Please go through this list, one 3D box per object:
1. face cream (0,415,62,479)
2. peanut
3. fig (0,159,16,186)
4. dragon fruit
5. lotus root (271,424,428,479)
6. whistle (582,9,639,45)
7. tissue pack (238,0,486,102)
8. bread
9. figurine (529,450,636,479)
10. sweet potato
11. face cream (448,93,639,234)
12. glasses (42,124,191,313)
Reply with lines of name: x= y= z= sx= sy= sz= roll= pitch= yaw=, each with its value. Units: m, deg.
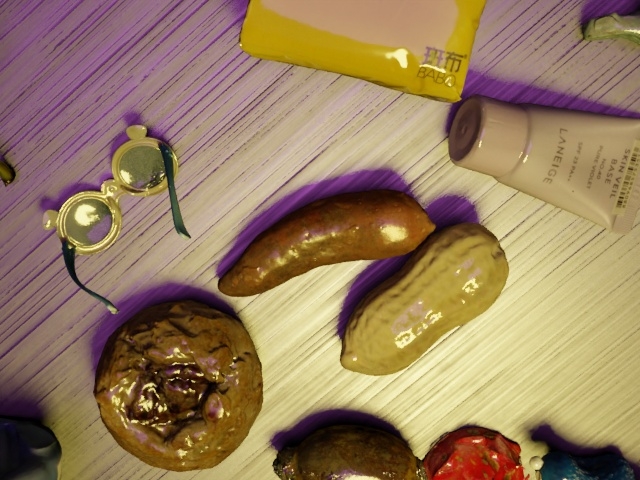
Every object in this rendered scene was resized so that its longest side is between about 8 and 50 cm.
face cream: x=-0.452 y=0.356 z=0.961 sx=0.249 sy=0.249 sz=0.225 roll=4 pitch=98 yaw=-2
peanut: x=0.130 y=0.082 z=0.989 sx=0.123 sy=0.123 sz=0.256 roll=44 pitch=107 yaw=-9
fig: x=-0.499 y=-0.089 z=0.924 sx=0.186 sy=0.142 sz=0.148 roll=-10 pitch=121 yaw=11
dragon fruit: x=0.210 y=0.338 z=1.044 sx=0.153 sy=0.111 sz=0.153 roll=0 pitch=97 yaw=-1
lotus root: x=0.040 y=0.307 z=1.032 sx=0.209 sy=0.120 sz=0.120 roll=5 pitch=101 yaw=-3
whistle: x=0.433 y=-0.276 z=0.933 sx=0.223 sy=0.123 sz=0.123 roll=-2 pitch=102 yaw=15
tissue pack: x=0.055 y=-0.282 z=0.904 sx=0.271 sy=0.134 sz=0.192 roll=12 pitch=101 yaw=-3
bread: x=-0.185 y=0.193 z=1.000 sx=0.230 sy=0.123 sz=0.230 roll=0 pitch=103 yaw=0
figurine: x=0.387 y=0.363 z=1.030 sx=0.262 sy=0.120 sz=0.164 roll=26 pitch=67 yaw=-20
sweet potato: x=-0.001 y=-0.001 z=0.985 sx=0.291 sy=0.097 sz=0.097 roll=-16 pitch=101 yaw=11
face cream: x=0.300 y=-0.105 z=0.976 sx=0.274 sy=0.096 sz=0.154 roll=12 pitch=98 yaw=-17
glasses: x=-0.223 y=-0.009 z=0.932 sx=0.189 sy=0.220 sz=0.088 roll=-44 pitch=138 yaw=6
